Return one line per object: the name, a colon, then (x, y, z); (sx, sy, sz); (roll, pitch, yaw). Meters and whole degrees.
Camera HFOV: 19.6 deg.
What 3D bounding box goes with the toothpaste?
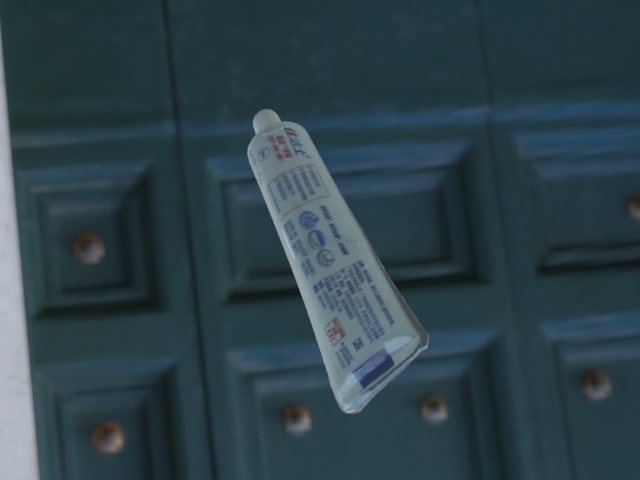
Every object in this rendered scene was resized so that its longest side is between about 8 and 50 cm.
toothpaste: (0.001, 0.000, 1.273); (0.069, 0.268, 0.047); (-22, 138, -4)
